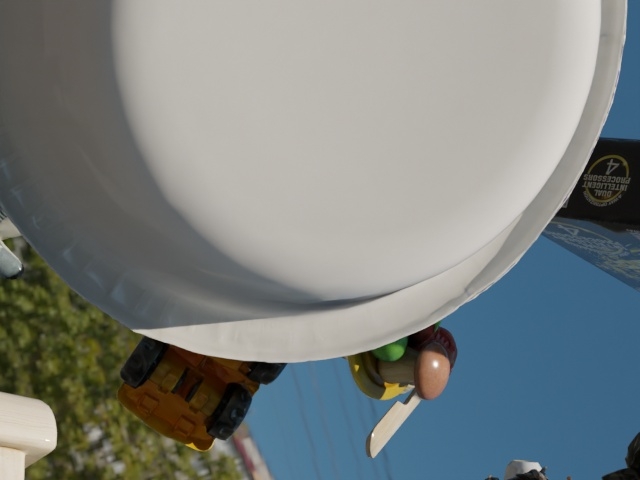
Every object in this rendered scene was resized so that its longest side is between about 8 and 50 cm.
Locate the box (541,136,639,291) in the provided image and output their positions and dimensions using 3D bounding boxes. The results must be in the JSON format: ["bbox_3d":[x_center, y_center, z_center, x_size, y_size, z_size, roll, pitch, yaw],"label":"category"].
[{"bbox_3d":[0.413,0.000,1.069,0.395,0.318,0.097,10,-100,49],"label":"box"}]

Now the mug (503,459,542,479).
[{"bbox_3d":[0.265,0.326,1.486,0.078,0.062,0.064,-2,-100,46],"label":"mug"}]

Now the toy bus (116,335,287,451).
[{"bbox_3d":[-0.118,0.100,1.298,0.220,0.149,0.211,-55,-172,21],"label":"toy bus"}]

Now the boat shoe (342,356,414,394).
[{"bbox_3d":[0.112,0.159,1.933,0.342,0.123,0.123,45,31,-42],"label":"boat shoe"}]

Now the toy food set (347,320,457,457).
[{"bbox_3d":[0.085,0.078,0.987,0.071,0.128,0.217,6,-63,37],"label":"toy food set"}]

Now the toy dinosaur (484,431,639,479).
[{"bbox_3d":[0.198,0.271,0.898,0.322,0.218,0.164,67,-1,-63],"label":"toy dinosaur"}]

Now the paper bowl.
[{"bbox_3d":[-0.006,-0.089,0.449,0.148,0.284,0.284,-139,-140,-67],"label":"paper bowl"}]

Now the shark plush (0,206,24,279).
[{"bbox_3d":[-0.234,-0.040,0.680,0.073,0.161,0.067,-78,-171,-45],"label":"shark plush"}]

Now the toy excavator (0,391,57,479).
[{"bbox_3d":[-0.310,0.401,0.879,0.445,0.222,0.433,-53,-141,22],"label":"toy excavator"}]
